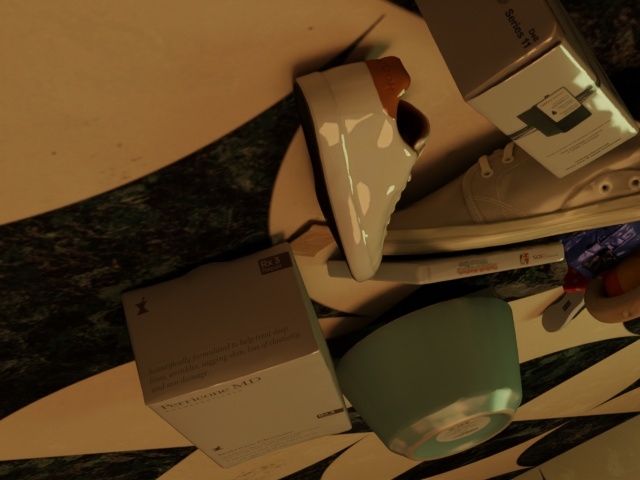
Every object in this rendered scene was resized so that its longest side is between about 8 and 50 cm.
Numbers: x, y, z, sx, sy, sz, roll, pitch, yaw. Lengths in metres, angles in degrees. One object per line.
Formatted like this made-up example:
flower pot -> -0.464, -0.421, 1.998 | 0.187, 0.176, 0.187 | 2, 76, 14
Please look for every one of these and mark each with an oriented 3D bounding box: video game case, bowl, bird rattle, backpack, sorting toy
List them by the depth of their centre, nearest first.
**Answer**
sorting toy -> 0.000, 0.000, 1.042 | 0.083, 0.012, 0.062 | 8, 144, -44
video game case -> 0.148, 0.026, 1.054 | 0.206, 0.026, 0.227 | -8, -177, -25
backpack -> 0.398, -0.019, 1.199 | 0.101, 0.098, 0.120 | 30, 129, -33
bird rattle -> 0.455, 0.040, 1.238 | 0.253, 0.143, 0.207 | -20, -161, 41
bowl -> 0.190, 0.237, 1.333 | 0.311, 0.163, 0.312 | -15, 150, -9

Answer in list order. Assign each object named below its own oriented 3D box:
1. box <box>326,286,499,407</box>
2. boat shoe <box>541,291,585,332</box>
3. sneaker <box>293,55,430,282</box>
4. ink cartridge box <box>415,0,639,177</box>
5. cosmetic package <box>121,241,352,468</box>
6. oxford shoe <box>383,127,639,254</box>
box -> 0.146, 0.195, 1.460 | 0.321, 0.059, 0.232 | -19, 153, -7
boat shoe -> 0.464, 0.126, 1.573 | 0.040, 0.049, 0.142 | -6, 148, -28
sneaker -> 0.058, -0.060, 0.848 | 0.123, 0.106, 0.290 | -21, 146, -7
ink cartridge box -> 0.171, -0.160, 0.714 | 0.086, 0.153, 0.208 | -32, 150, 24
cosmetic package -> -0.093, 0.170, 1.129 | 0.217, 0.156, 0.385 | -18, 155, 1
oxford shoe -> 0.244, -0.066, 0.986 | 0.449, 0.130, 0.169 | -13, -175, 13
